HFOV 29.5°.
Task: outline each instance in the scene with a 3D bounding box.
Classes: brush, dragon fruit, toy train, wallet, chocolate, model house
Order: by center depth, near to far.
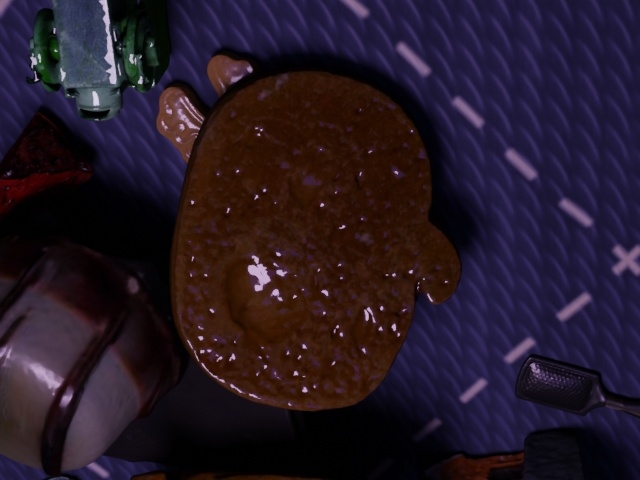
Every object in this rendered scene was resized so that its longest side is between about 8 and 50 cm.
[{"bbox_3d":[-0.224,-0.253,1.230,0.132,0.188,0.243,0,117,5],"label":"toy train"},{"bbox_3d":[-0.303,0.132,1.327,0.283,0.186,0.284,12,127,17],"label":"chocolate"},{"bbox_3d":[-0.345,-0.038,1.401,0.092,0.122,0.192,34,116,-18],"label":"dragon fruit"},{"bbox_3d":[0.330,0.188,1.452,0.193,0.016,0.063,15,118,3],"label":"brush"},{"bbox_3d":[-0.186,0.190,1.460,0.377,0.051,0.197,0,119,29],"label":"wallet"},{"bbox_3d":[0.191,0.392,1.481,0.300,0.190,0.271,-4,117,13],"label":"model house"}]

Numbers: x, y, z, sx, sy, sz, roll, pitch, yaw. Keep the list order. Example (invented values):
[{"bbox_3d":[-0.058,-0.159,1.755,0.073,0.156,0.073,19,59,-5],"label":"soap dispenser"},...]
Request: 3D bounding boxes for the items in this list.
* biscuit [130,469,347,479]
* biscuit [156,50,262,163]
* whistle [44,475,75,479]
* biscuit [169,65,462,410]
[{"bbox_3d":[-0.072,0.311,1.428,0.394,0.070,0.350,-13,151,44],"label":"biscuit"},{"bbox_3d":[-0.082,-0.093,1.376,0.144,0.040,0.236,-27,107,26],"label":"biscuit"},{"bbox_3d":[-0.269,0.507,1.649,0.168,0.188,0.405,-33,73,28],"label":"whistle"},{"bbox_3d":[0.000,0.000,1.313,0.314,0.063,0.368,10,88,-7],"label":"biscuit"}]
